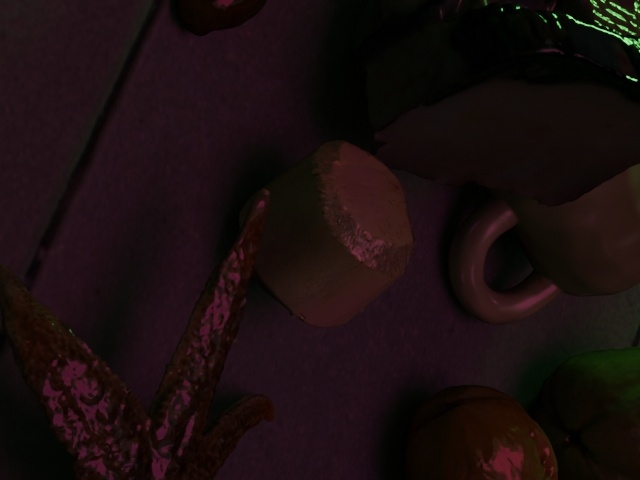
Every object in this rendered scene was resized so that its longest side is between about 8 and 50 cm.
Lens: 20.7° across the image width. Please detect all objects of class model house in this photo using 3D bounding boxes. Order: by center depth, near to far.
[{"bbox_3d":[0.181,-0.213,1.712,0.298,0.243,0.284,16,52,-42],"label":"model house"}]

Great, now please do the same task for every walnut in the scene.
[{"bbox_3d":[0.171,0.245,1.860,0.159,0.159,0.207,-52,127,-32],"label":"walnut"},{"bbox_3d":[0.378,0.243,2.071,0.283,0.283,0.227,-2,140,-52],"label":"walnut"}]

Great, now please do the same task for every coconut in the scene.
[{"bbox_3d":[0.000,0.000,1.600,0.147,0.152,0.147,34,34,-26],"label":"coconut"}]

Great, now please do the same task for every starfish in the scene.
[{"bbox_3d":[-0.155,0.175,1.462,0.384,0.132,0.398,-50,137,-40],"label":"starfish"}]

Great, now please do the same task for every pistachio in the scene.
[{"bbox_3d":[-0.064,-0.245,1.537,0.173,0.049,0.089,-59,139,-25],"label":"pistachio"}]

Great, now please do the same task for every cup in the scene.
[{"bbox_3d":[0.269,-0.018,1.916,0.255,0.173,0.202,-60,137,-26],"label":"cup"}]
